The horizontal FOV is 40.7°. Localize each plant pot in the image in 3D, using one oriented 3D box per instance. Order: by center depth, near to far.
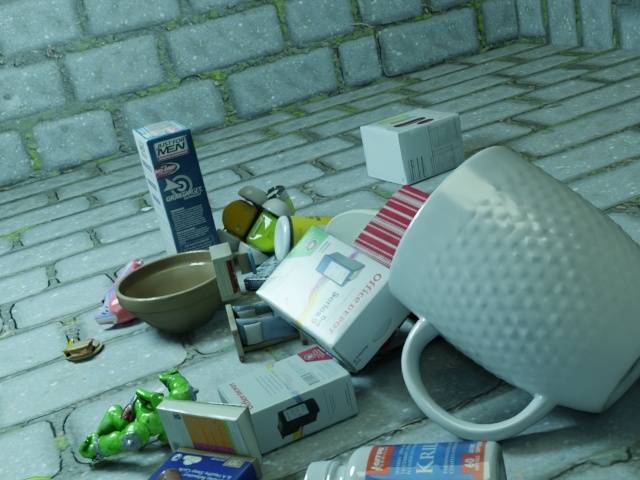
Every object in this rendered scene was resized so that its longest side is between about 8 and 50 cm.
[{"bbox_3d":[-0.283,0.113,1.733,0.238,0.109,0.237,-11,19,4],"label":"plant pot"}]

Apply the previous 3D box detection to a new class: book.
[{"bbox_3d":[-0.159,0.278,1.229,0.144,0.096,0.035,0,27,29],"label":"book"}]

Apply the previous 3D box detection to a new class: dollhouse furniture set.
[{"bbox_3d":[-0.112,0.099,1.556,0.129,0.183,0.129,-15,20,-7],"label":"dollhouse furniture set"}]

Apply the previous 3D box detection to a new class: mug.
[{"bbox_3d":[0.274,0.105,1.192,0.328,0.276,0.374,40,85,27],"label":"mug"}]

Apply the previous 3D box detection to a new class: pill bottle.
[{"bbox_3d":[0.098,0.295,0.984,0.222,0.124,0.124,-7,21,16],"label":"pill bottle"},{"bbox_3d":[0.000,0.000,1.841,0.184,0.103,0.103,2,16,-16],"label":"pill bottle"}]

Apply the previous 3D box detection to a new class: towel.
[{"bbox_3d":[0.124,0.037,1.445,0.275,0.031,0.199,-50,44,-12],"label":"towel"}]

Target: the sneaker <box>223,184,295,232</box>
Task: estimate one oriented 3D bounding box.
[{"bbox_3d":[-0.150,-0.041,2.126,0.209,0.094,0.081,-34,31,6],"label":"sneaker"}]

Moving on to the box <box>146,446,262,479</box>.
[{"bbox_3d":[-0.192,0.355,1.131,0.137,0.036,0.225,-1,24,30],"label":"box"}]

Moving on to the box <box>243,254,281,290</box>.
[{"bbox_3d":[-0.092,0.068,1.860,0.094,0.027,0.137,-1,23,27],"label":"box"}]

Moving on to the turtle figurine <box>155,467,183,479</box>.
[{"bbox_3d":[-0.175,0.358,0.971,0.270,0.087,0.217,-25,37,-24],"label":"turtle figurine"}]

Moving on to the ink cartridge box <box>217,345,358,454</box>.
[{"bbox_3d":[-0.051,0.239,1.301,0.175,0.072,0.127,-19,20,-18],"label":"ink cartridge box"}]

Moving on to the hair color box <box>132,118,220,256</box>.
[{"bbox_3d":[-0.316,-0.087,1.945,0.105,0.347,0.174,-19,21,-17],"label":"hair color box"}]

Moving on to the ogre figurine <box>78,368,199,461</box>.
[{"bbox_3d":[-0.268,0.269,1.326,0.197,0.096,0.118,-14,5,-39],"label":"ogre figurine"}]

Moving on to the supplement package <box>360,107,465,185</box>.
[{"bbox_3d":[0.252,-0.262,2.367,0.203,0.149,0.194,-21,21,-25],"label":"supplement package"}]

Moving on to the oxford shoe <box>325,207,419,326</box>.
[{"bbox_3d":[0.118,0.050,1.592,0.130,0.169,0.449,-24,27,-24],"label":"oxford shoe"}]

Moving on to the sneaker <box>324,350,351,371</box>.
[{"bbox_3d":[0.049,0.161,1.468,0.071,0.068,0.170,-6,20,33],"label":"sneaker"}]

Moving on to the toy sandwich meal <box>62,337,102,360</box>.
[{"bbox_3d":[-0.472,0.209,1.702,0.086,0.029,0.085,-11,20,4],"label":"toy sandwich meal"}]

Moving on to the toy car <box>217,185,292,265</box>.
[{"bbox_3d":[-0.139,-0.026,2.001,0.182,0.159,0.136,28,-3,33],"label":"toy car"}]

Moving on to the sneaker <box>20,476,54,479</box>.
[{"bbox_3d":[-0.477,0.384,1.114,0.296,0.109,0.123,-25,27,-29],"label":"sneaker"}]

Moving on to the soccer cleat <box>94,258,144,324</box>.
[{"bbox_3d":[-0.430,0.110,1.884,0.095,0.083,0.248,-17,22,1],"label":"soccer cleat"}]

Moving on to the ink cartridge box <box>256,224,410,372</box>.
[{"bbox_3d":[0.023,0.089,1.378,0.154,0.093,0.212,-49,45,-8],"label":"ink cartridge box"}]
